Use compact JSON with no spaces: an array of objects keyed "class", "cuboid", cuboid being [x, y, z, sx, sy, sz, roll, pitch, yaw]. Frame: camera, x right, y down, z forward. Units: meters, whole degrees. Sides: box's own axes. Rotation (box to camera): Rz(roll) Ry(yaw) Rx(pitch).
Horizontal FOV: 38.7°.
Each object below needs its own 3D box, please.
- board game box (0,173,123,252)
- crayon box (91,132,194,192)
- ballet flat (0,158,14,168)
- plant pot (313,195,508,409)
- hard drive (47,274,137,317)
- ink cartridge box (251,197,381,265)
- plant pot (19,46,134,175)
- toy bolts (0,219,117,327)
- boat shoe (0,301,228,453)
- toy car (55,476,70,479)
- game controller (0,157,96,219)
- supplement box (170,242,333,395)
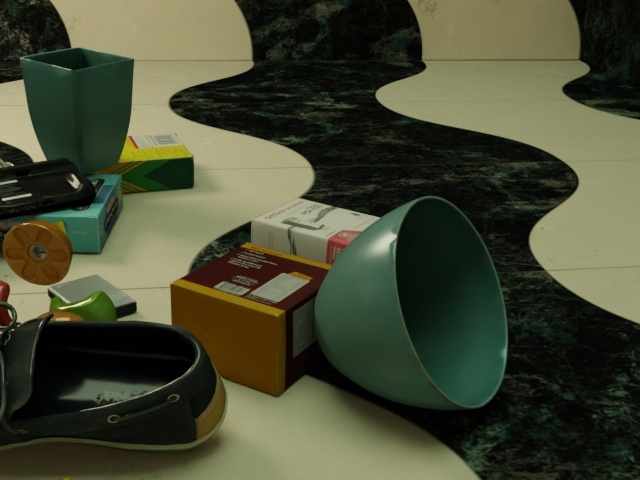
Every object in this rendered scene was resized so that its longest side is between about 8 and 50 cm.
[{"class":"board game box","cuboid":[-0.584,-0.060,1.810,0.336,0.079,0.253,1,23,-2]},{"class":"crayon box","cuboid":[-0.470,-0.177,2.103,0.319,0.081,0.202,-5,24,-20]},{"class":"ballet flat","cuboid":[-0.698,-0.147,2.026,0.068,0.072,0.213,-10,24,-37]},{"class":"plant pot","cuboid":[0.106,0.103,1.274,0.196,0.290,0.290,-17,9,35]},{"class":"hard drive","cuboid":[-0.381,0.098,1.515,0.094,0.022,0.135,-16,28,-38]},{"class":"ink cartridge box","cuboid":[0.000,0.000,1.701,0.218,0.092,0.159,13,24,29]},{"class":"plant pot","cuboid":[-0.503,-0.266,1.903,0.166,0.234,0.165,18,27,30]},{"class":"toy bolts","cuboid":[-0.442,0.105,1.293,0.229,0.218,0.158,-11,25,15]},{"class":"boat shoe","cuboid":[-0.365,0.169,1.120,0.501,0.156,0.186,2,49,-3]},{"class":"toy car","cuboid":[-0.324,0.302,0.996,0.122,0.040,0.060,-13,5,-27]},{"class":"game controller","cuboid":[-0.592,-0.089,1.717,0.319,0.067,0.166,-15,42,-35]},{"class":"supplement box","cuboid":[-0.090,0.110,1.370,0.191,0.129,0.194,14,25,28]}]
